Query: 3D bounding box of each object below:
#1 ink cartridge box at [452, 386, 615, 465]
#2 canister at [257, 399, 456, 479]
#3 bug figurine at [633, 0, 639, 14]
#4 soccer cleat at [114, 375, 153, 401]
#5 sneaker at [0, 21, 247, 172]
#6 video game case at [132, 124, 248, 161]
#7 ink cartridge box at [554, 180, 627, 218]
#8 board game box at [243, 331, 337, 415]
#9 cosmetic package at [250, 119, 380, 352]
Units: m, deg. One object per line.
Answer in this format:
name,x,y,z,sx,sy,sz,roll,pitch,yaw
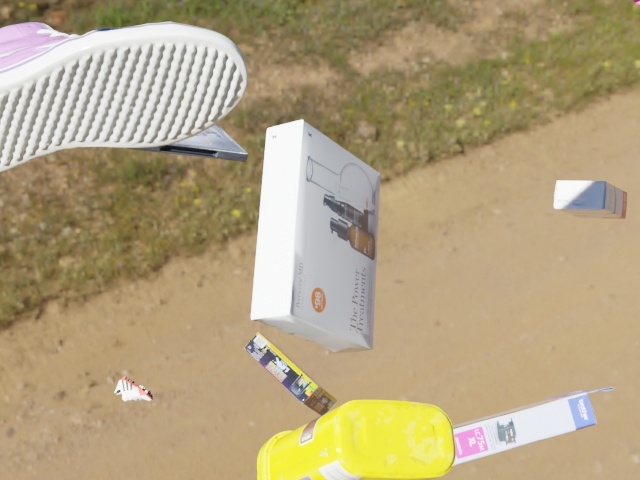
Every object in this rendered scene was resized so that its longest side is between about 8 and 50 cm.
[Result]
ink cartridge box,0.319,0.310,1.616,0.311,0.065,0.186,-15,-10,-15
canister,0.031,0.198,0.892,0.126,0.170,0.073,7,65,-24
bug figurine,0.484,-0.258,1.284,0.072,0.216,0.279,-34,35,32
soccer cleat,-0.304,0.251,1.589,0.083,0.029,0.036,21,74,39
sneaker,-0.199,-0.152,0.834,0.282,0.102,0.161,-9,37,6
video game case,-0.310,-0.225,2.013,0.274,0.026,0.196,2,27,-36
ink cartridge box,0.516,-0.077,1.858,0.099,0.056,0.135,3,-5,33
board game box,-0.058,0.264,1.916,0.170,0.141,0.048,40,84,26
cosmetic package,0.000,0.000,1.861,0.097,0.377,0.284,-10,-23,35
